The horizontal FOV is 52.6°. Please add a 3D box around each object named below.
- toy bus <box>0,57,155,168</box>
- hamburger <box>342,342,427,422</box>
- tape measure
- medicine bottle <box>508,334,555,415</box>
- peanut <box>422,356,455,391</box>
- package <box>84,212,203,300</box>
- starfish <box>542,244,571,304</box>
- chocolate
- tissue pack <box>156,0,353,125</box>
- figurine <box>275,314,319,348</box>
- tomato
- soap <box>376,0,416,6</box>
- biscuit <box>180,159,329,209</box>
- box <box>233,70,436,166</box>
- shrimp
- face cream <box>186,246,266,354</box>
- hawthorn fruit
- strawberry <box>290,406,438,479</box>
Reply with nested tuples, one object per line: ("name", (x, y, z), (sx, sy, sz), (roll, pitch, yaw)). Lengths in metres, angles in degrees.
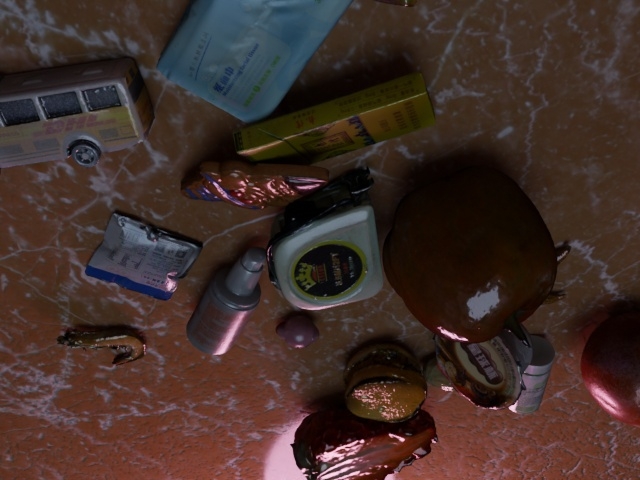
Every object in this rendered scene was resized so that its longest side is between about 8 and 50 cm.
("toy bus", (-0.423, -0.174, 0.949), (0.343, 0.097, 0.138), (-7, 130, 4))
("hamburger", (0.143, 0.309, 1.397), (0.191, 0.118, 0.182), (33, 127, -24))
("tape measure", (0.000, 0.000, 1.117), (0.207, 0.115, 0.235), (-11, 128, 1))
("medicine bottle", (0.453, 0.296, 1.415), (0.086, 0.086, 0.183), (-4, 132, 2))
("peanut", (0.315, 0.283, 1.401), (0.187, 0.082, 0.082), (-8, 132, 6))
("package", (-0.328, 0.036, 1.194), (0.171, 0.027, 0.173), (21, 129, -24))
("starfish", (0.380, 0.077, 1.244), (0.241, 0.043, 0.227), (19, 130, -22))
("chocolate", (0.345, 0.225, 1.301), (0.147, 0.221, 0.221), (-22, 147, -40))
("tissue pack", (-0.082, -0.291, 0.858), (0.177, 0.089, 0.263), (26, 126, -23))
("figurine", (-0.046, 0.184, 1.310), (0.083, 0.071, 0.067), (5, 91, -17))
("tomato", (0.629, 0.260, 1.301), (0.232, 0.232, 0.188), (24, 145, -22))
("soap", (0.094, -0.365, 0.625), (0.143, 0.281, 0.259), (38, 99, -22))
("biscuit", (-0.108, -0.084, 1.017), (0.280, 0.043, 0.183), (1, 168, 30))
("box", (0.027, -0.166, 0.956), (0.279, 0.041, 0.153), (-16, 170, 12))
("shrimp", (-0.455, 0.225, 1.362), (0.178, 0.034, 0.124), (-4, 139, -5))
("face cream", (-0.166, 0.105, 1.212), (0.101, 0.101, 0.251), (19, 129, -18))
("hawthorn fruit", (0.245, 0.042, 1.031), (0.268, 0.301, 0.267), (-19, 146, -14))
("strawberry", (0.100, 0.459, 1.525), (0.336, 0.149, 0.265), (-17, 134, 0))
